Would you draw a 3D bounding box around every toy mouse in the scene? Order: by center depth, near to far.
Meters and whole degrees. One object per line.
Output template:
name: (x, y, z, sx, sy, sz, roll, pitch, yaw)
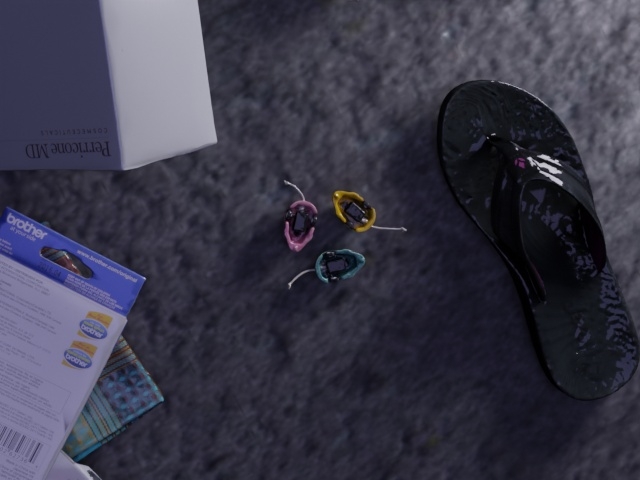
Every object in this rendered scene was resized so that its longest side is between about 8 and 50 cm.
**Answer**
toy mouse: (0.000, 0.000, 1.629, 0.161, 0.031, 0.143, 35, 87, -14)

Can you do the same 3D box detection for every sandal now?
sandal: (0.293, -0.004, 1.659, 0.167, 0.107, 0.446, -30, 102, -9)

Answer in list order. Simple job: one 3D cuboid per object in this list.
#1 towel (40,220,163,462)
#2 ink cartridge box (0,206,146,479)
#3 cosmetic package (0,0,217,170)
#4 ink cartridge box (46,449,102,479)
towel: (-0.404, 0.185, 1.550, 0.370, 0.040, 0.271, -34, 103, -8)
ink cartridge box: (-0.348, 0.138, 1.505, 0.185, 0.065, 0.311, 28, 88, -11)
cosmetic package: (-0.253, -0.268, 1.364, 0.156, 0.217, 0.385, -19, 105, -53)
ink cartridge box: (-0.314, 0.369, 1.549, 0.208, 0.045, 0.206, 44, 87, 5)
